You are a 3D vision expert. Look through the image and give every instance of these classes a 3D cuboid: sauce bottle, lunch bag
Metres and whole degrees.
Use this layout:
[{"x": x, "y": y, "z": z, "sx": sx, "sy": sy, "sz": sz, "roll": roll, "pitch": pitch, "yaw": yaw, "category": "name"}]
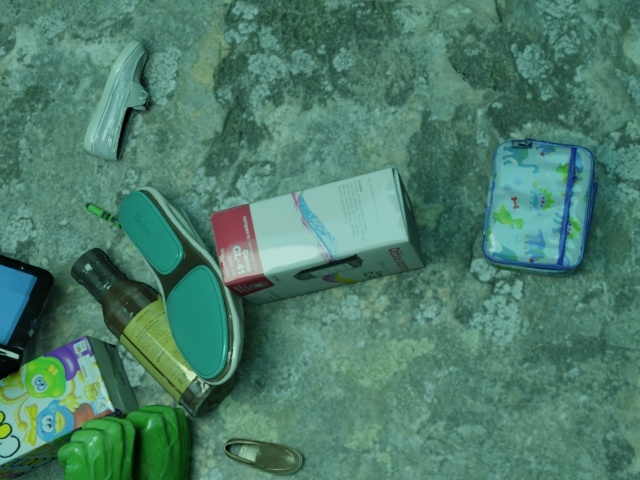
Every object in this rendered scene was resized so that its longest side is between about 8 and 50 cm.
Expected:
[{"x": -0.291, "y": 0.147, "z": 1.924, "sx": 0.111, "sy": 0.111, "sz": 0.344, "roll": -45, "pitch": 74, "yaw": -1, "category": "sauce bottle"}, {"x": 0.361, "y": -0.055, "z": 1.856, "sx": 0.176, "sy": 0.090, "sz": 0.219, "roll": 9, "pitch": 80, "yaw": 10, "category": "lunch bag"}]

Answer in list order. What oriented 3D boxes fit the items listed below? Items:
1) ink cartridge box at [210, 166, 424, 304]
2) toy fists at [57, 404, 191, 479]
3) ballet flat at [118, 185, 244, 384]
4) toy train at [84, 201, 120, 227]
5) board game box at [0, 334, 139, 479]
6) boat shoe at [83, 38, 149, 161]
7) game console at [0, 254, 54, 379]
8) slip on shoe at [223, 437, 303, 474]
[{"x": 0.000, "y": 0.000, "z": 1.841, "sx": 0.306, "sy": 0.226, "sz": 0.131, "roll": -12, "pitch": 76, "yaw": 9, "category": "ink cartridge box"}, {"x": -0.308, "y": 0.340, "z": 1.802, "sx": 0.096, "sy": 0.279, "sz": 0.142, "roll": 10, "pitch": 98, "yaw": 33, "category": "toy fists"}, {"x": -0.206, "y": 0.068, "z": 1.892, "sx": 0.139, "sy": 0.139, "sz": 0.400, "roll": -34, "pitch": 60, "yaw": 2, "category": "ballet flat"}, {"x": -0.391, "y": -0.047, "z": 2.033, "sx": 0.083, "sy": 0.024, "sz": 0.017, "roll": 28, "pitch": 84, "yaw": 15, "category": "toy train"}, {"x": -0.469, "y": 0.289, "z": 1.910, "sx": 0.275, "sy": 0.142, "sz": 0.144, "roll": -26, "pitch": 74, "yaw": 4, "category": "board game box"}, {"x": -0.353, "y": -0.250, "z": 2.052, "sx": 0.081, "sy": 0.079, "sz": 0.228, "roll": 22, "pitch": 87, "yaw": 6, "category": "boat shoe"}, {"x": -0.609, "y": 0.095, "z": 1.807, "sx": 0.293, "sy": 0.250, "sz": 0.173, "roll": 18, "pitch": 91, "yaw": -2, "category": "game console"}, {"x": -0.097, "y": 0.356, "z": 1.874, "sx": 0.135, "sy": 0.041, "sz": 0.052, "roll": 14, "pitch": 80, "yaw": 14, "category": "slip on shoe"}]
